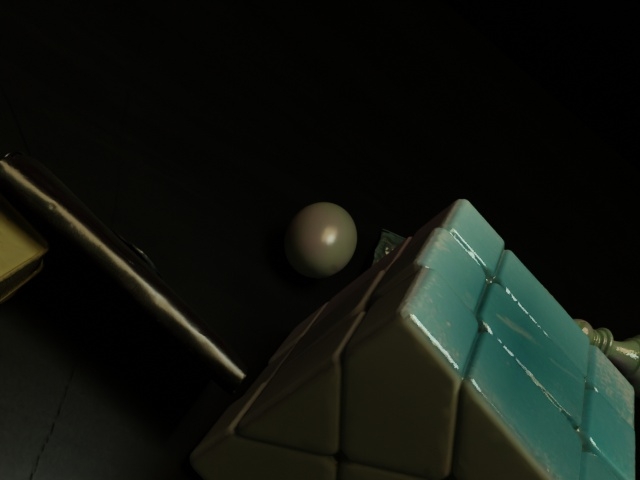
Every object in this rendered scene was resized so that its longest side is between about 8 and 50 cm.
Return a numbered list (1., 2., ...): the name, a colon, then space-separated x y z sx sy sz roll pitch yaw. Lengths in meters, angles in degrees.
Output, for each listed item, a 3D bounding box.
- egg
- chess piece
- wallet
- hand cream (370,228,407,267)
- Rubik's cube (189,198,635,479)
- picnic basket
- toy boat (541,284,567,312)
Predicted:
1. egg: 0.000 0.000 1.165 0.103 0.103 0.135 44 32 -8
2. chess piece: 0.595 0.228 1.687 0.272 0.139 0.139 23 37 -18
3. wallet: -0.202 0.031 0.842 0.318 0.045 0.172 45 -6 -10
4. hand cream: 0.116 0.047 1.314 0.075 0.052 0.248 45 30 -8
5. Rubik's cube: 0.116 0.201 0.878 0.322 0.319 0.316 49 29 -2
6. picnic basket: -0.341 0.017 0.726 0.115 0.079 0.164 49 30 -2
7. toy boat: 0.410 0.124 1.590 0.293 0.055 0.093 46 65 -3
